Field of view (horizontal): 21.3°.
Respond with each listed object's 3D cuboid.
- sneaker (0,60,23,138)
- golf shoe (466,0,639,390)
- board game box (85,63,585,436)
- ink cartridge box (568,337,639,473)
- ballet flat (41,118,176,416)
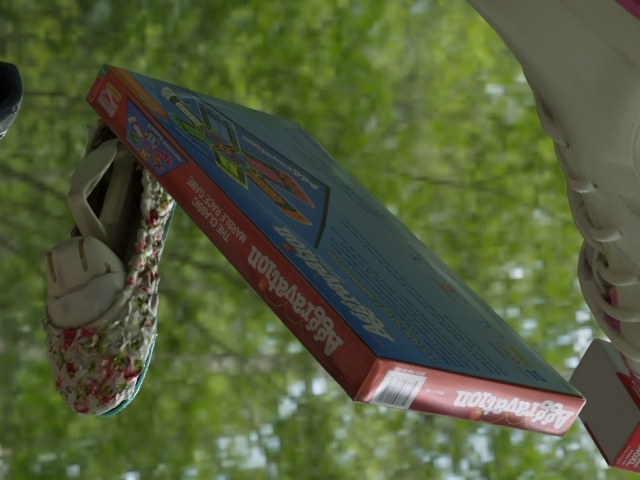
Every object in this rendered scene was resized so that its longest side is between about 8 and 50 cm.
[{"bbox_3d":[-0.319,-0.149,1.104,0.121,0.300,0.111,-25,-136,43],"label":"sneaker"},{"bbox_3d":[0.124,-0.010,0.552,0.140,0.306,0.115,-41,-155,28],"label":"golf shoe"},{"bbox_3d":[0.000,0.000,0.865,0.281,0.145,0.027,46,-68,44],"label":"board game box"},{"bbox_3d":[0.299,0.151,1.443,0.063,0.150,0.109,-63,-154,23],"label":"ink cartridge box"},{"bbox_3d":[-0.149,0.007,1.138,0.091,0.077,0.241,-18,-138,21],"label":"ballet flat"}]
